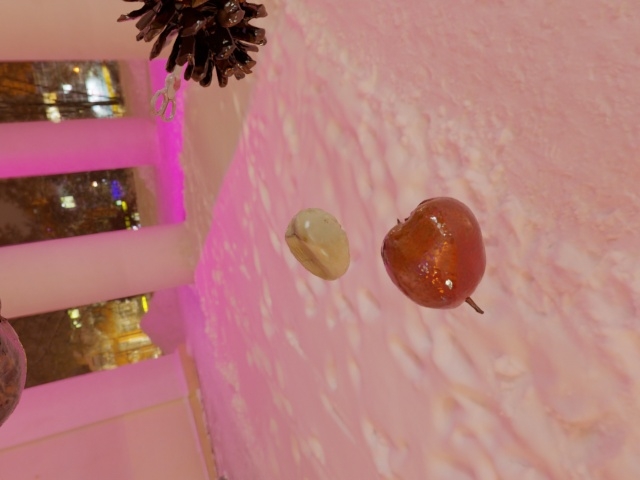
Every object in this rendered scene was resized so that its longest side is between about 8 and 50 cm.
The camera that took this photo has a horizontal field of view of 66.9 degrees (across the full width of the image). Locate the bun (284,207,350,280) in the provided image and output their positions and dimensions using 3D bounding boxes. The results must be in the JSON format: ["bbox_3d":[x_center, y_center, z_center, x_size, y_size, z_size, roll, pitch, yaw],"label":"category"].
[{"bbox_3d":[0.000,0.000,1.373,0.229,0.145,0.229,34,158,16],"label":"bun"}]

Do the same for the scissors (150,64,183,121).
[{"bbox_3d":[-0.477,-0.507,1.569,0.118,0.030,0.242,38,-110,-75],"label":"scissors"}]

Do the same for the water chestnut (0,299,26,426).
[{"bbox_3d":[-0.447,0.153,0.516,0.223,0.238,0.224,36,146,28],"label":"water chestnut"}]

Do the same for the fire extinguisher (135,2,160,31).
[{"bbox_3d":[-0.345,-0.530,1.057,0.049,0.173,0.035,42,-177,-7],"label":"fire extinguisher"}]

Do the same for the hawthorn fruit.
[{"bbox_3d":[0.219,0.041,0.868,0.226,0.196,0.196,55,152,4],"label":"hawthorn fruit"}]

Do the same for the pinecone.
[{"bbox_3d":[-0.204,-0.396,0.855,0.264,0.263,0.265,37,132,57],"label":"pinecone"}]
